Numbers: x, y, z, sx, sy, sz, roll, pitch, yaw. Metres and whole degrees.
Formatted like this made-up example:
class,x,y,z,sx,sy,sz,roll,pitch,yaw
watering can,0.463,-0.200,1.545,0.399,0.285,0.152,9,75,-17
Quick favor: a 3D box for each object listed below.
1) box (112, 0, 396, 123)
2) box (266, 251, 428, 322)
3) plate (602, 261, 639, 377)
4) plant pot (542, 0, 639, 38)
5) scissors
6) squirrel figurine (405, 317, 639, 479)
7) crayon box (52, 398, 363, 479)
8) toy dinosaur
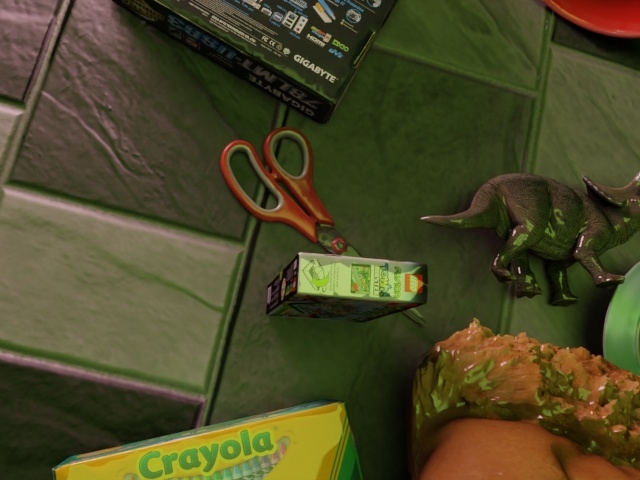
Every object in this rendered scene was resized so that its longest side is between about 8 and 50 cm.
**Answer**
class,x,y,z,sx,sy,sz,roll,pitch,yaw
box,-0.047,-0.335,0.785,0.296,0.073,0.293,29,74,-4
box,0.016,0.051,0.648,0.114,0.207,0.036,5,78,-10
plate,0.403,0.109,0.776,0.188,0.024,0.188,-3,96,-27
plant pot,0.409,-0.433,0.812,0.275,0.275,0.243,34,65,-3
scissors,0.000,0.000,0.756,0.109,0.021,0.297,-33,88,-18
squirrel figurine,0.266,0.242,0.576,0.371,0.281,0.396,0,49,2
crayon box,-0.097,0.265,0.647,0.279,0.081,0.165,-10,81,-13
toy dinosaur,0.257,-0.018,0.776,0.314,0.121,0.160,4,66,-6
